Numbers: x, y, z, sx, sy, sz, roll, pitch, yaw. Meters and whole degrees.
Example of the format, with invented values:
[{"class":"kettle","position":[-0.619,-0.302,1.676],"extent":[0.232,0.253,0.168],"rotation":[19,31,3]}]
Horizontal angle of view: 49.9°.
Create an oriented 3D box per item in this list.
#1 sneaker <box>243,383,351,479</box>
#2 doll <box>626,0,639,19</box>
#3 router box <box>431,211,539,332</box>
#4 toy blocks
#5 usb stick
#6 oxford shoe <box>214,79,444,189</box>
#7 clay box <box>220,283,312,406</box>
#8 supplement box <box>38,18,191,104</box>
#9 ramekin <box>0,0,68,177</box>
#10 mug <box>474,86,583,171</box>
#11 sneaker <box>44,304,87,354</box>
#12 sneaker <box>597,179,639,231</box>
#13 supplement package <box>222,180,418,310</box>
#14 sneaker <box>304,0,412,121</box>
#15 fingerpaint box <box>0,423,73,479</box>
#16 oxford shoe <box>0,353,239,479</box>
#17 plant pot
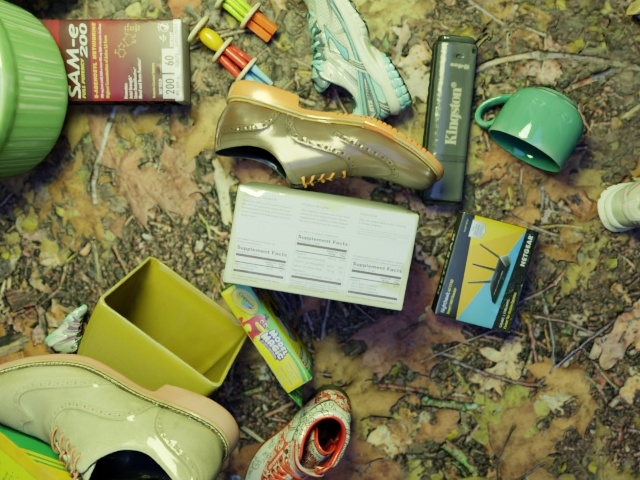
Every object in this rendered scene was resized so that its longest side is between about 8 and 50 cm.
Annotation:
[{"class":"sneaker","position":[-0.046,0.367,1.140],"extent":[0.090,0.145,0.270],"rotation":[38,94,-4]},{"class":"doll","position":[0.593,-0.347,1.124],"extent":[0.189,0.046,0.129],"rotation":[25,86,-10]},{"class":"router box","position":[0.276,0.053,1.161],"extent":[0.133,0.046,0.178],"rotation":[14,96,-2]},{"class":"toy blocks","position":[-0.119,-0.321,1.113],"extent":[0.148,0.054,0.123],"rotation":[39,89,-11]},{"class":"usb stick","position":[0.210,-0.195,1.135],"extent":[0.077,0.045,0.277],"rotation":[5,95,-1]},{"class":"oxford shoe","position":[0.010,-0.131,1.087],"extent":[0.364,0.130,0.132],"rotation":[18,76,7]},{"class":"clay box","position":[-0.075,0.154,1.126],"extent":[0.053,0.127,0.222],"rotation":[-34,96,3]},{"class":"supplement box","position":[-0.334,-0.284,1.105],"extent":[0.240,0.073,0.130],"rotation":[-1,96,0]},{"class":"ramekin","position":[-0.528,-0.228,1.027],"extent":[0.304,0.148,0.303],"rotation":[3,98,22]},{"class":"mug","position":[0.338,-0.190,1.095],"extent":[0.158,0.129,0.097],"rotation":[32,92,-3]},{"class":"sneaker","position":[-0.412,0.160,1.170],"extent":[0.069,0.038,0.098],"rotation":[44,103,-6]},{"class":"sneaker","position":[0.592,-0.077,1.119],"extent":[0.252,0.111,0.103],"rotation":[-24,96,1]},{"class":"supplement package","position":[0.000,0.000,1.073],"extent":[0.262,0.204,0.145],"rotation":[10,97,-2]},{"class":"sneaker","position":[0.024,-0.303,1.092],"extent":[0.122,0.110,0.283],"rotation":[-35,95,6]},{"class":"fingerpaint box","position":[-0.449,0.513,1.062],"extent":[0.371,0.163,0.444],"rotation":[22,96,31]},{"class":"oxford shoe","position":[-0.322,0.263,0.958],"extent":[0.397,0.146,0.140],"rotation":[7,123,15]},{"class":"plant pot","position":[-0.271,0.185,1.098],"extent":[0.212,0.212,0.187],"rotation":[38,107,-5]}]
